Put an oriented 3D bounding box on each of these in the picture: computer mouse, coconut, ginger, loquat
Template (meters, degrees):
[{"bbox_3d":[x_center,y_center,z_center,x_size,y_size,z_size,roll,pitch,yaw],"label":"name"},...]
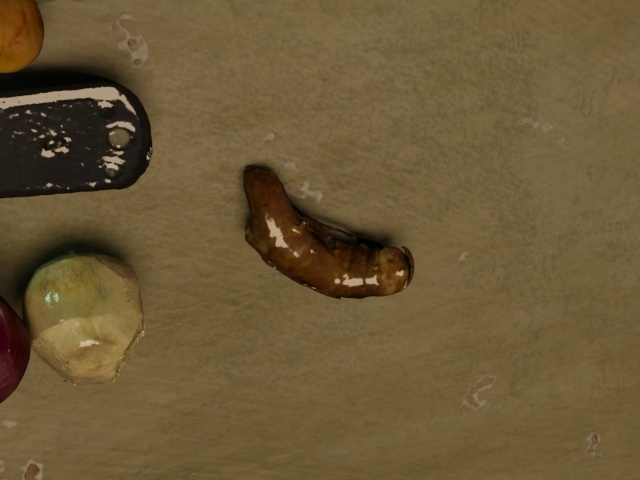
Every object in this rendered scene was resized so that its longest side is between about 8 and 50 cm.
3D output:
[{"bbox_3d":[-0.367,-0.149,1.720,0.269,0.100,0.170,-5,117,-10],"label":"computer mouse"},{"bbox_3d":[-0.344,0.100,1.827,0.194,0.194,0.194,-8,120,-14],"label":"coconut"},{"bbox_3d":[-0.005,0.011,1.925,0.309,0.107,0.133,25,122,-24],"label":"ginger"},{"bbox_3d":[-0.416,-0.282,1.618,0.113,0.137,0.137,-4,120,-32],"label":"loquat"}]

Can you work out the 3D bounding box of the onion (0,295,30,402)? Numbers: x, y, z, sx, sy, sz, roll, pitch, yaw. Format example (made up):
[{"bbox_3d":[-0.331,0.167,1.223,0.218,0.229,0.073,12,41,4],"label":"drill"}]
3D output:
[{"bbox_3d":[-0.575,0.115,1.729,0.348,0.285,0.347,-3,160,-1],"label":"onion"}]
